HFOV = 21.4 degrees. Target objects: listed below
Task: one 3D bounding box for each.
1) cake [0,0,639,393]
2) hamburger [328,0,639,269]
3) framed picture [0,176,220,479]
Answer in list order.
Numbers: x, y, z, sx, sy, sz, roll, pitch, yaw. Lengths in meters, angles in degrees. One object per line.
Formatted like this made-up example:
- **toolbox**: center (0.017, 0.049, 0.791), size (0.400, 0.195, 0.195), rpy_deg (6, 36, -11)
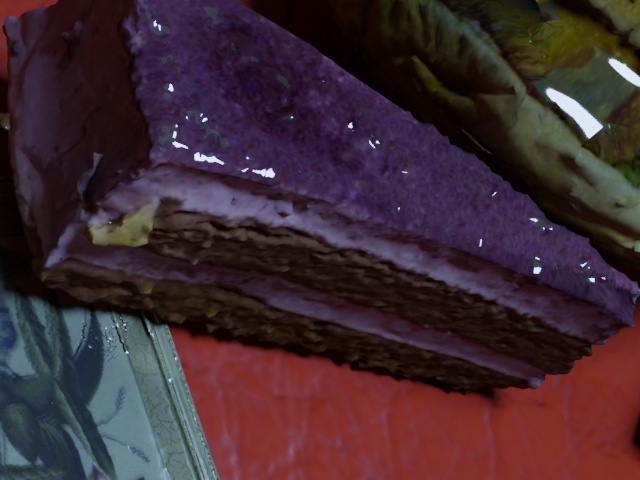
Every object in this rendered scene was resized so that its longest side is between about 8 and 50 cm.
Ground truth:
- **cake**: center (0.000, 0.000, 0.709), size (0.295, 0.116, 0.113), rpy_deg (27, 52, -25)
- **hamburger**: center (0.134, -0.089, 0.835), size (0.265, 0.134, 0.285), rpy_deg (44, 19, 32)
- **framed picture**: center (-0.114, 0.080, 0.647), size (0.173, 0.010, 0.231), rpy_deg (-7, 68, -41)
